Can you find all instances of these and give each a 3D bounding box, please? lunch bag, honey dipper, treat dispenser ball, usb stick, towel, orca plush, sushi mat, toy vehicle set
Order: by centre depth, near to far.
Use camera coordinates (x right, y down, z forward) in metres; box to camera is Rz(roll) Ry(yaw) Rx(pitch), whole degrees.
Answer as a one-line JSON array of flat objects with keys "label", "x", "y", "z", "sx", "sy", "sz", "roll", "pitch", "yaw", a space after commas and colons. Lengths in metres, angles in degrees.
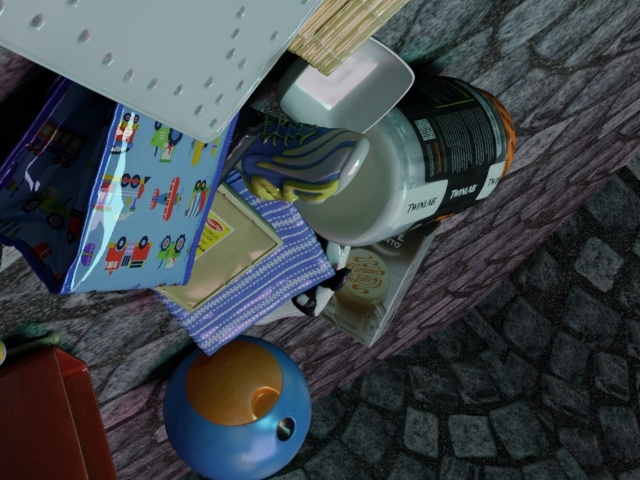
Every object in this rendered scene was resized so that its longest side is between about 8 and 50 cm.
[{"label": "lunch bag", "x": -0.168, "y": -0.106, "z": 1.068, "sx": 0.293, "sy": 0.138, "sz": 0.221, "roll": -61, "pitch": 160, "yaw": 12}, {"label": "sushi mat", "x": 0.079, "y": -0.304, "z": 1.182, "sx": 0.316, "sy": 0.019, "sz": 0.151, "roll": -41, "pitch": 147, "yaw": 17}, {"label": "usb stick", "x": -0.159, "y": -0.045, "z": 1.298, "sx": 0.278, "sy": 0.045, "sz": 0.077, "roll": -49, "pitch": -172, "yaw": 23}, {"label": "toy vehicle set", "x": -0.172, "y": -0.008, "z": 1.436, "sx": 0.166, "sy": 0.035, "sz": 0.267, "roll": -37, "pitch": 149, "yaw": 5}, {"label": "honey dipper", "x": -0.420, "y": 0.151, "z": 1.546, "sx": 0.030, "sy": 0.030, "sz": 0.161, "roll": -44, "pitch": 166, "yaw": 30}, {"label": "towel", "x": -0.121, "y": 0.027, "z": 1.587, "sx": 0.243, "sy": 0.040, "sz": 0.336, "roll": -34, "pitch": 144, "yaw": -4}, {"label": "orca plush", "x": 0.000, "y": 0.000, "z": 1.887, "sx": 0.102, "sy": 0.151, "sz": 0.287, "roll": 15, "pitch": 130, "yaw": -21}, {"label": "treat dispenser ball", "x": -0.162, "y": 0.328, "z": 2.171, "sx": 0.288, "sy": 0.288, "sz": 0.288, "roll": -33, "pitch": 166, "yaw": -10}]

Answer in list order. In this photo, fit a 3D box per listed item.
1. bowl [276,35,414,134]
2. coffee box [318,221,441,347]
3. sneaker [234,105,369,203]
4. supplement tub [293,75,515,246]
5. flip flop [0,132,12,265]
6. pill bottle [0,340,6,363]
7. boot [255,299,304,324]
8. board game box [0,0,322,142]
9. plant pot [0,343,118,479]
[{"label": "bowl", "x": 0.025, "y": -0.195, "z": 1.340, "sx": 0.142, "sy": 0.053, "sz": 0.142, "roll": -42, "pitch": 137, "yaw": 20}, {"label": "coffee box", "x": 0.094, "y": 0.046, "z": 1.993, "sx": 0.098, "sy": 0.141, "sz": 0.246, "roll": -35, "pitch": 152, "yaw": -61}, {"label": "sneaker", "x": -0.050, "y": -0.105, "z": 1.309, "sx": 0.240, "sy": 0.126, "sz": 0.091, "roll": -12, "pitch": -131, "yaw": 56}, {"label": "supplement tub", "x": 0.124, "y": -0.121, "z": 1.563, "sx": 0.338, "sy": 0.207, "sz": 0.207, "roll": -18, "pitch": 157, "yaw": -49}, {"label": "flip flop", "x": -0.371, "y": -0.003, "z": 1.081, "sx": 0.112, "sy": 0.080, "sz": 0.277, "roll": -37, "pitch": 155, "yaw": -52}, {"label": "pill bottle", "x": -0.438, "y": 0.139, "z": 1.430, "sx": 0.043, "sy": 0.043, "sz": 0.083, "roll": -35, "pitch": 166, "yaw": -4}, {"label": "boot", "x": -0.035, "y": 0.077, "z": 2.059, "sx": 0.123, "sy": 0.095, "sz": 0.258, "roll": -47, "pitch": 165, "yaw": 34}, {"label": "board game box", "x": -0.052, "y": -0.272, "z": 0.820, "sx": 0.390, "sy": 0.050, "sz": 0.390, "roll": -52, "pitch": 164, "yaw": 6}, {"label": "plant pot", "x": -0.436, "y": 0.322, "z": 1.592, "sx": 0.236, "sy": 0.267, "sz": 0.267, "roll": -16, "pitch": 169, "yaw": -6}]
